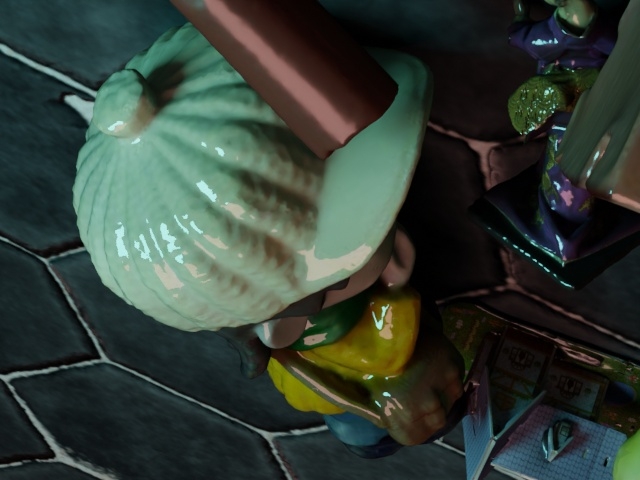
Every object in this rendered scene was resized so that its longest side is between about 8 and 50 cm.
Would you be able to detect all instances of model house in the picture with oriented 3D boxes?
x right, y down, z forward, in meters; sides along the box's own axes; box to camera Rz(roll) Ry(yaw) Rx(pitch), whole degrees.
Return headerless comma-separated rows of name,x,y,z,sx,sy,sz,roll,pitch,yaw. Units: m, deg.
model house,0.141,0.123,1.228,0.167,0.088,0.117,22,150,3

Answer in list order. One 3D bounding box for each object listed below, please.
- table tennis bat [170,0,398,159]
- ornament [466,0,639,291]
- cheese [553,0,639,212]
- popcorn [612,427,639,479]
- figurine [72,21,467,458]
table tennis bat,-0.118,-0.200,0.858,0.414,0.051,0.268,46,143,-14
ornament,0.123,-0.083,0.935,0.081,0.088,0.203,32,147,37
cheese,0.174,-0.048,0.777,0.128,0.177,0.203,25,127,-1
popcorn,0.305,0.149,0.962,0.349,0.349,0.381,-2,104,38
figurine,-0.026,0.014,1.078,0.205,0.185,0.332,-15,141,-4
